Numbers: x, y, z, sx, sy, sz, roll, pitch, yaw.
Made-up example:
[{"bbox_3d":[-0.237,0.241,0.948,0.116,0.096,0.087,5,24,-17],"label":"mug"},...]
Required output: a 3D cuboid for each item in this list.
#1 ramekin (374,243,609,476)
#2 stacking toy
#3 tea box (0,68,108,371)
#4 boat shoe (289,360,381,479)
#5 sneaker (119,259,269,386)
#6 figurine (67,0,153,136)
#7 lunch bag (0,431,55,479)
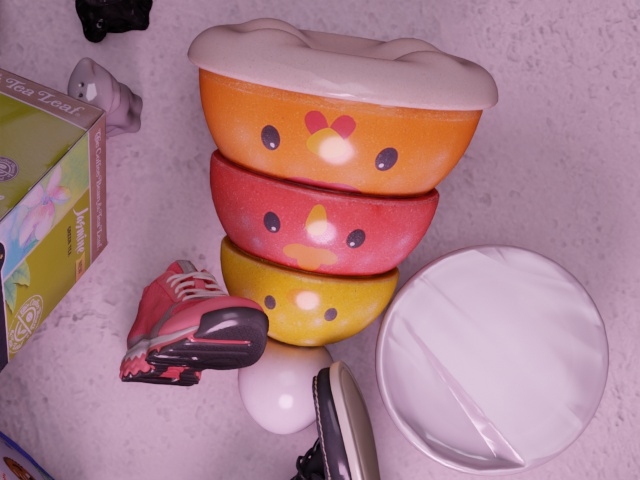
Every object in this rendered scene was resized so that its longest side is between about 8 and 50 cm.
[{"bbox_3d":[0.195,0.141,1.582,0.273,0.127,0.272,0,86,-4],"label":"ramekin"},{"bbox_3d":[0.000,0.000,1.531,0.351,0.350,0.479,7,103,-3],"label":"stacking toy"},{"bbox_3d":[-0.445,-0.031,1.407,0.329,0.220,0.323,23,48,14],"label":"tea box"},{"bbox_3d":[0.016,0.296,1.533,0.113,0.127,0.340,-8,120,12],"label":"boat shoe"},{"bbox_3d":[-0.154,0.080,1.486,0.116,0.314,0.136,7,74,-25],"label":"sneaker"},{"bbox_3d":[-0.254,-0.222,1.538,0.092,0.209,0.214,4,86,-3],"label":"figurine"},{"bbox_3d":[-0.459,0.290,1.438,0.385,0.328,0.239,42,87,-2],"label":"lunch bag"}]
